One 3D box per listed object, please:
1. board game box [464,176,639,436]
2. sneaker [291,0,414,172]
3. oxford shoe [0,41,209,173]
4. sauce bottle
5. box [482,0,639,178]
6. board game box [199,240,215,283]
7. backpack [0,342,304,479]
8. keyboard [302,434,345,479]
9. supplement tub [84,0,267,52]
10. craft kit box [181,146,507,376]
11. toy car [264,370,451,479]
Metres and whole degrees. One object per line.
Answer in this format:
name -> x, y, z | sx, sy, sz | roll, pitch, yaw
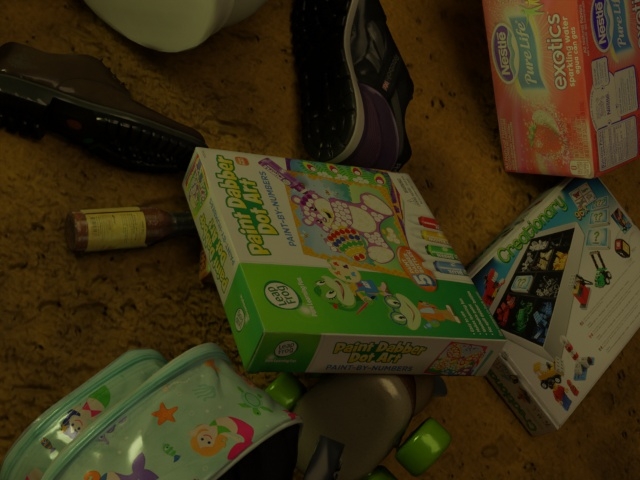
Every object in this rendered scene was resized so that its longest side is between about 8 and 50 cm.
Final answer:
board game box -> 0.283, 0.059, 1.167 | 0.305, 0.053, 0.193 | -38, 91, -35
sneaker -> 0.045, -0.202, 1.133 | 0.124, 0.107, 0.284 | 17, 65, -39
oxford shoe -> -0.208, -0.134, 0.956 | 0.227, 0.083, 0.096 | 21, 56, -22
sauce bottle -> -0.176, -0.012, 0.944 | 0.128, 0.042, 0.042 | -3, 71, -30
box -> 0.298, -0.238, 1.178 | 0.154, 0.142, 0.300 | -23, 110, -34
board game box -> 0.000, 0.000, 1.044 | 0.259, 0.039, 0.124 | 10, 66, -23
backpack -> -0.126, 0.197, 0.757 | 0.191, 0.254, 0.225 | 42, 54, 16
keyboard -> -0.045, 0.303, 0.773 | 0.033, 0.201, 0.317 | 20, 66, 6
supplement tub -> -0.104, -0.363, 1.022 | 0.228, 0.228, 0.316 | 41, 55, -9
craft kit box -> 0.016, 0.018, 0.930 | 0.246, 0.061, 0.250 | 2, 40, -27
toy car -> 0.056, 0.149, 0.976 | 0.155, 0.149, 0.188 | 44, 29, 7
